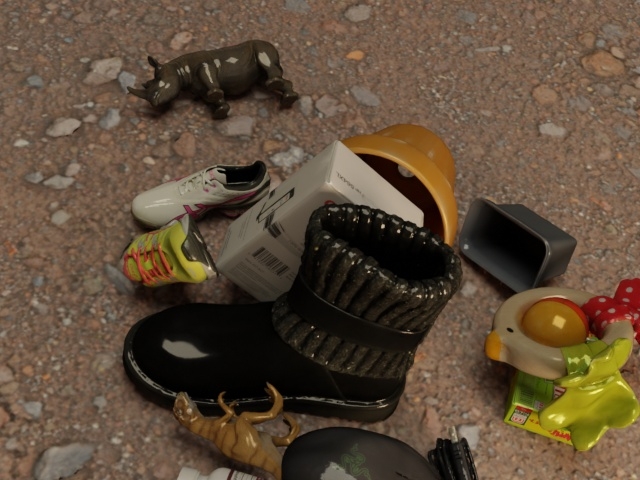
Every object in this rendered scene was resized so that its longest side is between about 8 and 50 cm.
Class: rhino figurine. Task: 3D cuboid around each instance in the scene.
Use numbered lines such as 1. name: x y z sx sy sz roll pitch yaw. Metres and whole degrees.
1. rhino figurine: -0.159 -0.233 1.560 0.243 0.073 0.106 -12 57 -19

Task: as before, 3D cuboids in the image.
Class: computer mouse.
1. computer mouse: 0.083 0.253 1.109 0.272 0.072 0.188 22 45 -34

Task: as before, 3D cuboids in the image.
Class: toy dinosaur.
1. toy dinosaur: -0.068 0.217 1.147 0.211 0.064 0.112 24 49 39

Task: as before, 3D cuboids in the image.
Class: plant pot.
1. plant pot: 0.088 -0.057 1.393 0.205 0.205 0.188 24 33 9

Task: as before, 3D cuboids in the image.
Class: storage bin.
1. storage bin: 0.264 0.008 1.428 0.091 0.098 0.135 -8 35 -41

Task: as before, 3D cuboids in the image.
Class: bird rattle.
1. bird rattle: 0.309 0.105 1.276 0.207 0.143 0.253 17 43 25

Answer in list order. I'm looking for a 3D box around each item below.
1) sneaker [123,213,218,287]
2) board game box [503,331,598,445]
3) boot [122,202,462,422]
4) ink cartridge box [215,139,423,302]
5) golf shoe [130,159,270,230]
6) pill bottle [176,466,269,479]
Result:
1. sneaker: -0.184 0.024 1.278 0.094 0.208 0.081 -24 94 -16
2. board game box: 0.288 0.155 1.335 0.092 0.043 0.181 19 49 4
3. boot: -0.039 0.074 1.191 0.348 0.260 0.131 4 49 -9
4. ink cartridge box: 0.000 0.000 1.271 0.148 0.203 0.086 39 37 -22
5. golf shoe: -0.156 -0.067 1.409 0.186 0.086 0.067 -12 55 -19
6. pill bottle: -0.078 0.285 1.118 0.152 0.086 0.086 15 48 2
